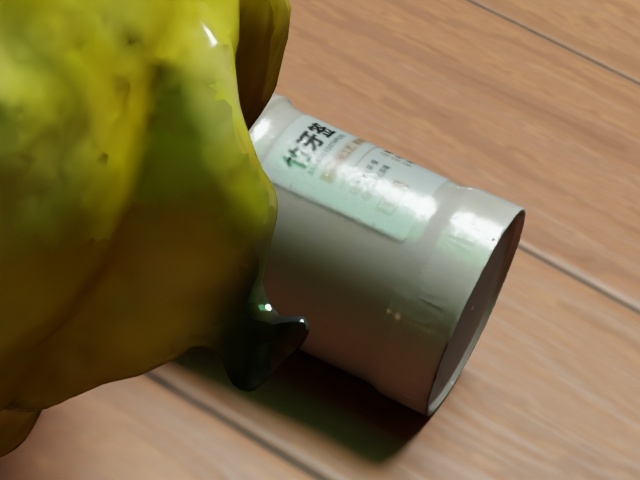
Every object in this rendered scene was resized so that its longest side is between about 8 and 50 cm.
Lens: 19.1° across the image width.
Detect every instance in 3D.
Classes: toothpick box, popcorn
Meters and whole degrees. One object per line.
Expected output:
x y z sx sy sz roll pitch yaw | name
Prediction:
0.000 0.000 0.806 0.149 0.098 0.098 25 31 12 | toothpick box
-0.118 -0.044 0.625 0.281 0.297 0.316 38 37 11 | popcorn
